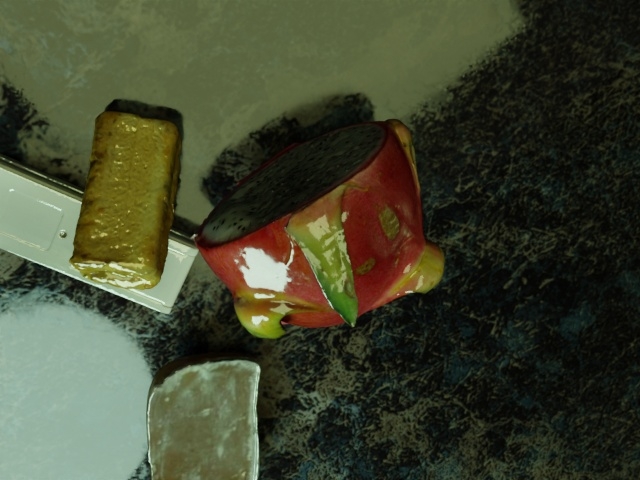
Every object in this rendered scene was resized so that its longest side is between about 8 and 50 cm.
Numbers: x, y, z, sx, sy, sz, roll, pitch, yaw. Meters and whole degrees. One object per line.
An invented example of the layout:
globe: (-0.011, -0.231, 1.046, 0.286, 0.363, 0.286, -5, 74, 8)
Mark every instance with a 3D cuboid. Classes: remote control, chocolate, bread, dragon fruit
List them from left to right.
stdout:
remote control: (-0.301, -0.007, 1.000, 0.277, 0.055, 0.103, 24, 103, -13)
bread: (-0.229, -0.049, 0.937, 0.114, 0.083, 0.211, 11, 70, -13)
chocolate: (-0.169, 0.263, 1.093, 0.157, 0.080, 0.254, -4, 111, -21)
dragon fruit: (0.000, 0.000, 0.930, 0.290, 0.290, 0.189, -26, 111, 2)
